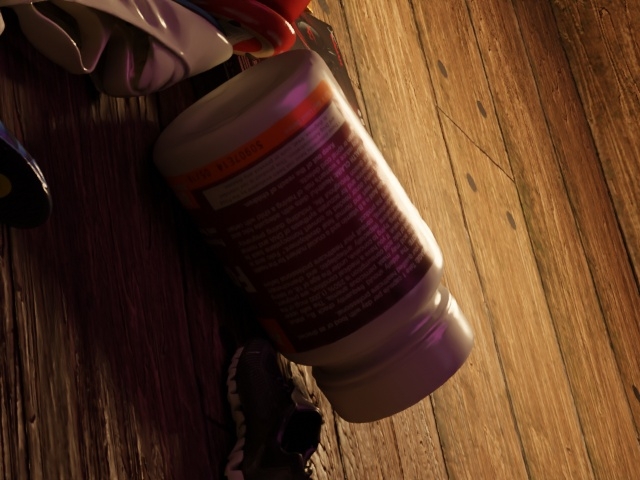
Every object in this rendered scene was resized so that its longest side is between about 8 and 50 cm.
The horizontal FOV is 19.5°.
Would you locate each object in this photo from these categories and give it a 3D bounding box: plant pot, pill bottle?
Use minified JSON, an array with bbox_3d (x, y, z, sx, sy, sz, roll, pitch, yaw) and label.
[{"bbox_3d":[-0.092,-0.319,2.166,0.191,0.191,0.174,36,70,-51],"label":"plant pot"},{"bbox_3d":[0.000,0.000,2.131,0.392,0.224,0.224,57,22,-17],"label":"pill bottle"}]

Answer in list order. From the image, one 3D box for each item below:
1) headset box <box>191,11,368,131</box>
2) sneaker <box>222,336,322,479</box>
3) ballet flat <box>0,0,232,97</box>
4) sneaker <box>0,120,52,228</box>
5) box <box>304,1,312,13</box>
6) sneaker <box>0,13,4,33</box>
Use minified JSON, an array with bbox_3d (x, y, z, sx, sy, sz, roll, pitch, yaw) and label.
[{"bbox_3d":[-0.060,-0.192,2.363,0.293,0.110,0.218,18,50,-62],"label":"headset box"},{"bbox_3d":[-0.043,0.186,1.981,0.078,0.106,0.234,50,25,-35],"label":"sneaker"},{"bbox_3d":[-0.234,-0.225,1.996,0.400,0.139,0.139,31,39,-56],"label":"ballet flat"},{"bbox_3d":[-0.314,-0.101,1.719,0.209,0.069,0.082,51,21,-31],"label":"sneaker"},{"bbox_3d":[-0.081,-0.340,2.524,0.136,0.081,0.028,47,27,-39],"label":"box"},{"bbox_3d":[-0.382,-0.314,1.787,0.129,0.111,0.297,24,50,-76],"label":"sneaker"}]
